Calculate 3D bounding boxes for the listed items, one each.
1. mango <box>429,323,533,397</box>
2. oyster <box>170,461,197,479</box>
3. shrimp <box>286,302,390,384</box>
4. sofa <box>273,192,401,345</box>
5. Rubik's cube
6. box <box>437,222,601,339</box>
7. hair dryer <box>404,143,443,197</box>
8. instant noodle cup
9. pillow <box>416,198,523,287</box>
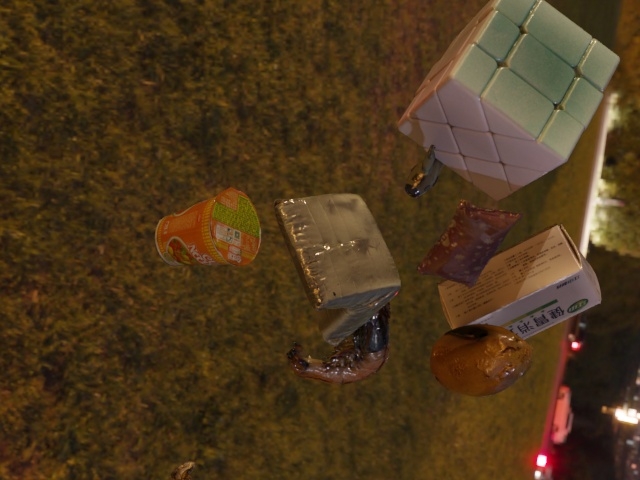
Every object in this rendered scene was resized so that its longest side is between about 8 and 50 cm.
[{"bbox_3d":[0.325,0.240,1.654,0.156,0.249,0.151,-15,83,-35],"label":"mango"},{"bbox_3d":[-0.307,0.546,1.892,0.083,0.081,0.038,-23,101,-44],"label":"oyster"},{"bbox_3d":[0.041,0.199,1.661,0.054,0.222,0.290,-107,-162,-45],"label":"shrimp"},{"bbox_3d":[0.000,0.054,1.385,0.176,0.225,0.210,-11,69,-29],"label":"sofa"},{"bbox_3d":[0.422,-0.332,1.874,0.315,0.322,0.319,-59,-173,-21],"label":"Rubik's cube"},{"bbox_3d":[0.460,0.119,1.886,0.173,0.333,0.145,45,22,-47],"label":"box"},{"bbox_3d":[0.272,-0.206,1.925,0.167,0.067,0.199,-49,166,-32],"label":"hair dryer"},{"bbox_3d":[-0.247,-0.014,1.738,0.168,0.185,0.168,21,64,-53],"label":"instant noodle cup"},{"bbox_3d":[0.252,0.009,1.395,0.043,0.118,0.185,-89,-161,-51],"label":"pillow"}]
